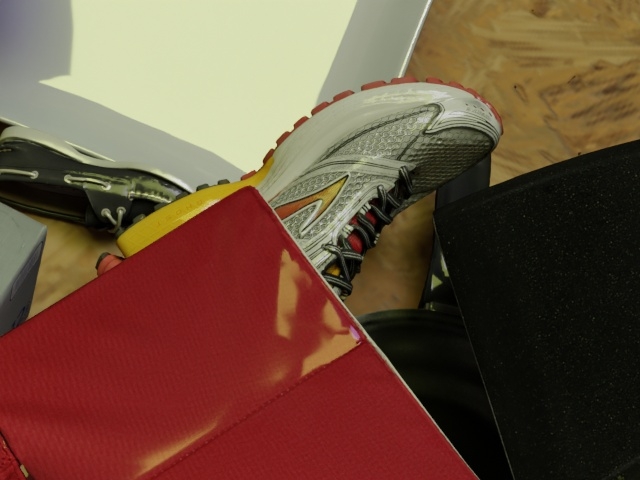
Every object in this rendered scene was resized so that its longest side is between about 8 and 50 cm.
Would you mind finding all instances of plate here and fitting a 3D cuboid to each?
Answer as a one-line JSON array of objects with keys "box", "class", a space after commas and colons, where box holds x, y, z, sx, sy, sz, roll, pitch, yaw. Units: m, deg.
[{"box": [-0.072, -0.164, 1.096, 0.277, 0.045, 0.278, 22, 80, -1], "class": "plate"}]

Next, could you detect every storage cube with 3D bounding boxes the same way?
[{"box": [-0.053, 0.129, 0.841, 0.193, 0.215, 0.184, -33, 65, -13], "class": "storage cube"}]

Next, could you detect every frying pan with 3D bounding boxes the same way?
[{"box": [0.040, 0.072, 1.024, 0.197, 0.053, 0.326, -7, 59, -20], "class": "frying pan"}]

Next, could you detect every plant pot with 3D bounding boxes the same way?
[{"box": [0.194, 0.044, 0.969, 0.188, 0.167, 0.187, 19, 46, -47], "class": "plant pot"}]

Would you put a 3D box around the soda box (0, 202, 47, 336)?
[{"box": [-0.239, 0.094, 0.902, 0.098, 0.091, 0.286, 28, 55, 3], "class": "soda box"}]

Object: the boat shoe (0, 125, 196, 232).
[{"box": [-0.120, -0.024, 1.040, 0.125, 0.046, 0.038, 20, 56, 1], "class": "boat shoe"}]

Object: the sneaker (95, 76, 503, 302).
[{"box": [0.000, 0.000, 1.003, 0.225, 0.088, 0.093, -33, 56, -1], "class": "sneaker"}]
